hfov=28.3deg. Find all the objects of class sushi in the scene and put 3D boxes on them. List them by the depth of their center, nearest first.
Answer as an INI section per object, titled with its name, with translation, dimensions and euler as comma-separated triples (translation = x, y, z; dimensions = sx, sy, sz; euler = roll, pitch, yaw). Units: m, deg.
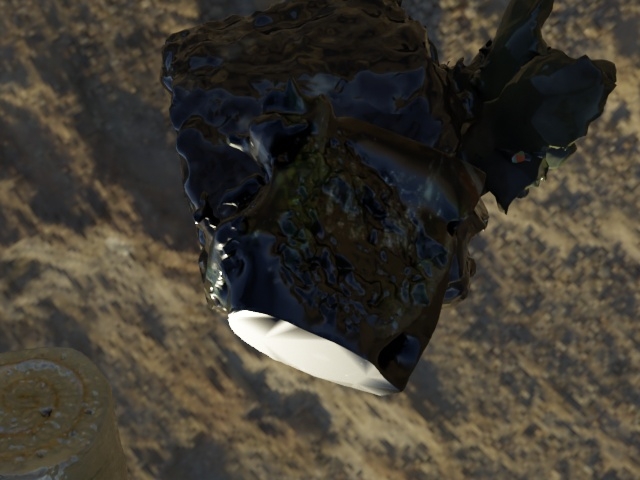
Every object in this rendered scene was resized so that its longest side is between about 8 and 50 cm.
[sushi]
translation = 0.000, 0.000, 0.435
dimensions = 0.084, 0.083, 0.056
euler = 28, 154, -24

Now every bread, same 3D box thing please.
[bread]
translation = -0.236, 0.176, 1.036
dimensions = 0.141, 0.148, 0.134
euler = 91, 171, -49

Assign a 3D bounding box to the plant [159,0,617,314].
[plant]
translation = 0.052, -0.071, 0.887
dimensions = 0.215, 0.312, 0.213
euler = -113, 15, -51
